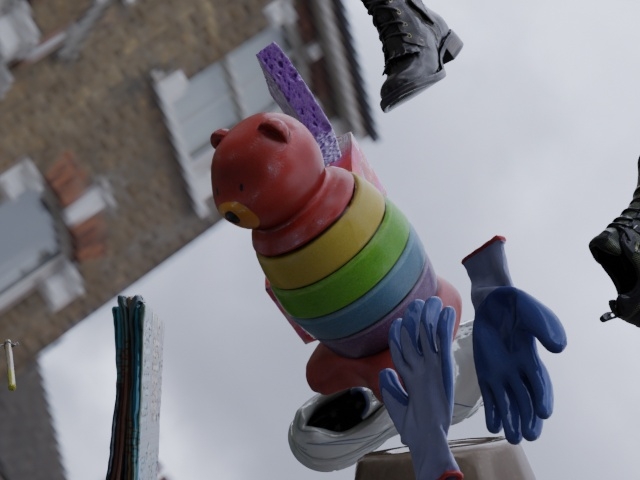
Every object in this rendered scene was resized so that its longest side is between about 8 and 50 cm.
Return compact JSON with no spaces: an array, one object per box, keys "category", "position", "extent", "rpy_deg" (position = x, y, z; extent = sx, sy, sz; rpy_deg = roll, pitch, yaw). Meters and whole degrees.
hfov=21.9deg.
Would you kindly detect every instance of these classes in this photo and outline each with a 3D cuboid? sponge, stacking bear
[{"category":"sponge","position":[-0.023,-0.151,1.894],"extent":[0.117,0.031,0.210],"rpy_deg":[56,-1,7]},{"category":"stacking bear","position":[0.000,0.000,1.614],"extent":[0.175,0.164,0.289],"rpy_deg":[1,-45,53]}]

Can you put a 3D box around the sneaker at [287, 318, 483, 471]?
[{"category":"sneaker","position":[0.098,0.178,1.928],"extent":[0.111,0.297,0.129],"rpy_deg":[59,-4,16]}]

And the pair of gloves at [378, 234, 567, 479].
[{"category":"pair of gloves","position":[0.109,0.092,1.202],"extent":[0.198,0.023,0.159],"rpy_deg":[-41,-131,44]}]

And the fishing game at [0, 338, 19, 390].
[{"category":"fishing game","position":[-0.432,0.125,1.623],"extent":[0.189,0.264,0.041],"rpy_deg":[-116,-154,-73]}]

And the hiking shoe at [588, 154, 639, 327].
[{"category":"hiking shoe","position":[0.361,-0.010,1.851],"extent":[0.086,0.114,0.227],"rpy_deg":[140,-43,-59]}]

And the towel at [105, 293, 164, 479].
[{"category":"towel","position":[-0.216,0.210,1.935],"extent":[0.370,0.040,0.271],"rpy_deg":[107,-15,-84]}]

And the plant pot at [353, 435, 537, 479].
[{"category":"plant pot","position":[0.121,0.295,1.461],"extent":[0.263,0.263,0.229],"rpy_deg":[-14,-98,61]}]

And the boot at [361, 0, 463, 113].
[{"category":"boot","position":[0.076,-0.300,2.152],"extent":[0.091,0.263,0.229],"rpy_deg":[-30,-78,27]}]

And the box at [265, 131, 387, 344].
[{"category":"box","position":[0.012,-0.006,2.563],"extent":[0.300,0.154,0.142],"rpy_deg":[-91,155,-48]}]
